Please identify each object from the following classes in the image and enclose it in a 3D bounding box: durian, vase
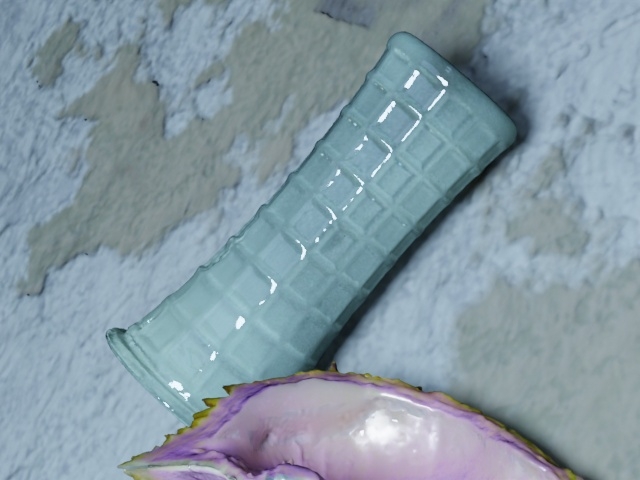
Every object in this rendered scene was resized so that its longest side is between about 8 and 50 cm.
[{"bbox_3d":[0.061,0.183,1.172,0.341,0.191,0.112,21,117,28],"label":"durian"},{"bbox_3d":[0.000,0.000,1.337,0.299,0.143,0.143,-49,43,2],"label":"vase"}]
